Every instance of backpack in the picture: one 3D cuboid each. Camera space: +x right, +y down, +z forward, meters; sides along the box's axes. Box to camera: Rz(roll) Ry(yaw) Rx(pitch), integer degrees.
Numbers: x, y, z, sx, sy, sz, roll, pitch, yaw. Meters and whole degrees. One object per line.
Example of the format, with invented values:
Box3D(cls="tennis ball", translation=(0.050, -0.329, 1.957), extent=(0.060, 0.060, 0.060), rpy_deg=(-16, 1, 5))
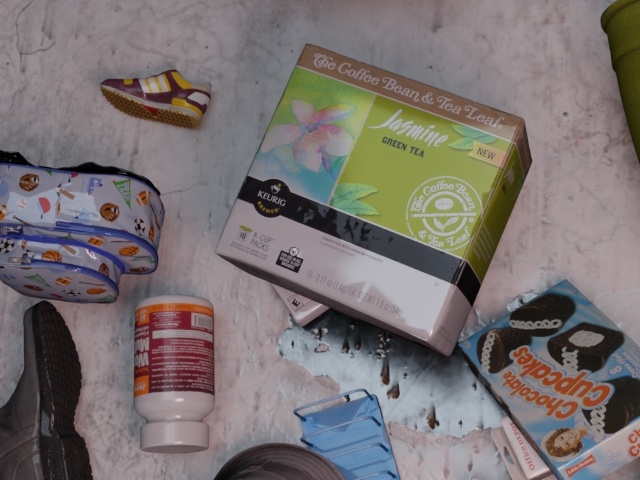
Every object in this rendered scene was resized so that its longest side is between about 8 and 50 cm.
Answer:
Box3D(cls="backpack", translation=(-0.372, -0.017, 1.716), extent=(0.263, 0.276, 0.213), rpy_deg=(-3, 77, 4))

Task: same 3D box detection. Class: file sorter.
Box3D(cls="file sorter", translation=(0.039, 0.309, 1.605), extent=(0.118, 0.104, 0.170), rpy_deg=(-18, 71, 6))

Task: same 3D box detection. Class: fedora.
Box3D(cls="fedora", translation=(-0.092, 0.401, 1.536), extent=(0.275, 0.124, 0.244), rpy_deg=(-8, 80, 39))

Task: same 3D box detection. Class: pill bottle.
Box3D(cls="pill bottle", translation=(-0.217, 0.200, 1.682), extent=(0.121, 0.121, 0.221), rpy_deg=(-5, 72, 10))

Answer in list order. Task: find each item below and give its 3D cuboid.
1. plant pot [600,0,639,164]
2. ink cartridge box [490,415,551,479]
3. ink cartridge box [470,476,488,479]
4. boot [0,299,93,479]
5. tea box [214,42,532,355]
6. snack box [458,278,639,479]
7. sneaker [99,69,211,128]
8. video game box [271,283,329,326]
Box3D(cls="plant pot", translation=(0.582, -0.151, 1.532), extent=(0.366, 0.366, 0.353), rpy_deg=(-5, 84, 10))
Box3D(cls="ink cartridge box", translation=(0.317, 0.273, 1.567), extent=(0.143, 0.090, 0.092), rpy_deg=(-25, 70, 4))
Box3D(cls="ink cartridge box", translation=(0.254, 0.442, 1.529), extent=(0.153, 0.087, 0.208), rpy_deg=(12, 77, 15))
Box3D(cls="boot", translation=(-0.483, 0.270, 1.723), extent=(0.222, 0.118, 0.338), rpy_deg=(-16, 66, 12))
Box3D(cls="tea box", translation=(0.083, -0.052, 1.586), extent=(0.329, 0.220, 0.324), rpy_deg=(21, 84, 17))
Box3D(cls="snack box", translation=(0.330, 0.185, 1.502), extent=(0.187, 0.060, 0.322), rpy_deg=(-31, 29, -2))
Box3D(cls="sneaker", translation=(-0.270, -0.245, 1.864), extent=(0.185, 0.069, 0.084), rpy_deg=(17, 69, 10))
Box3D(cls="video game box", translation=(0.000, 0.000, 1.738), extent=(0.205, 0.048, 0.187), rpy_deg=(-34, 73, 0))
